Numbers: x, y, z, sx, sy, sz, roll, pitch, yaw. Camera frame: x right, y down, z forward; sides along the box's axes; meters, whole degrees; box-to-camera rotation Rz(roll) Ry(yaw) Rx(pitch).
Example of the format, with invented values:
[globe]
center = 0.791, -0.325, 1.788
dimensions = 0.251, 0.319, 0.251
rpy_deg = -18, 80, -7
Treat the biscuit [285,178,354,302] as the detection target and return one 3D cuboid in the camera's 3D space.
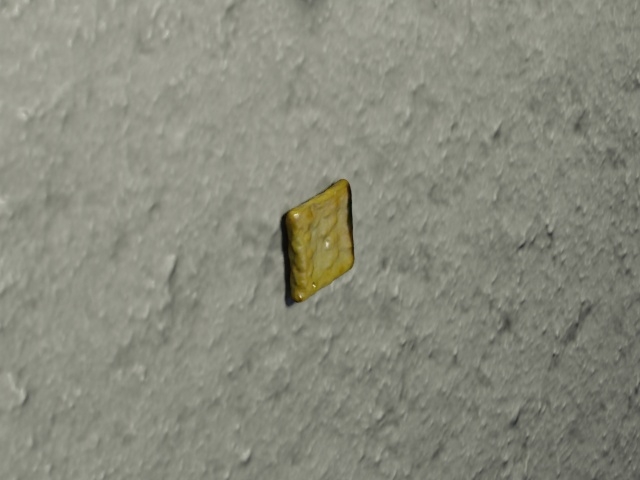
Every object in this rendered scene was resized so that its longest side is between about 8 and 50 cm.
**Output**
[biscuit]
center = 0.000, 0.000, 1.571
dimensions = 0.081, 0.018, 0.083
rpy_deg = -35, 130, -45
